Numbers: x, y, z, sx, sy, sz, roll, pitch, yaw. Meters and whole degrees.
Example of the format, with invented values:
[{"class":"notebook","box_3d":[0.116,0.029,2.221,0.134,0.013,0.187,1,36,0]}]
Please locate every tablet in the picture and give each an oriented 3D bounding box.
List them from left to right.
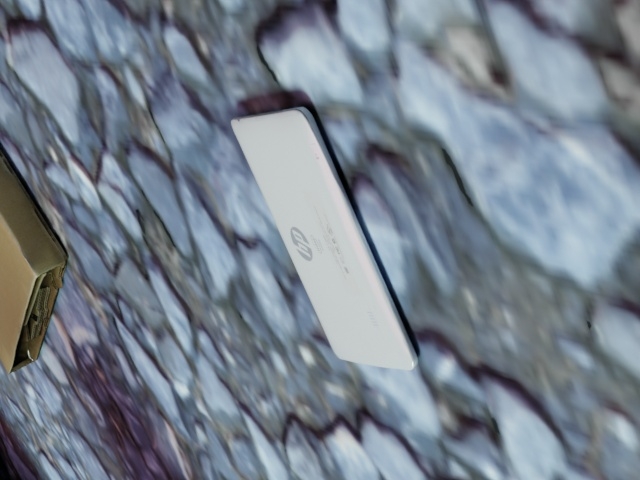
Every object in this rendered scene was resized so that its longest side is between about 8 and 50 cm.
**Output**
[{"class":"tablet","box_3d":[0.000,0.000,0.495,0.054,0.006,0.083,1,117,65]}]

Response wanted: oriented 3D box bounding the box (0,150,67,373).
[{"class":"box","box_3d":[-0.193,-0.041,0.835,0.201,0.021,0.164,56,157,10]}]
